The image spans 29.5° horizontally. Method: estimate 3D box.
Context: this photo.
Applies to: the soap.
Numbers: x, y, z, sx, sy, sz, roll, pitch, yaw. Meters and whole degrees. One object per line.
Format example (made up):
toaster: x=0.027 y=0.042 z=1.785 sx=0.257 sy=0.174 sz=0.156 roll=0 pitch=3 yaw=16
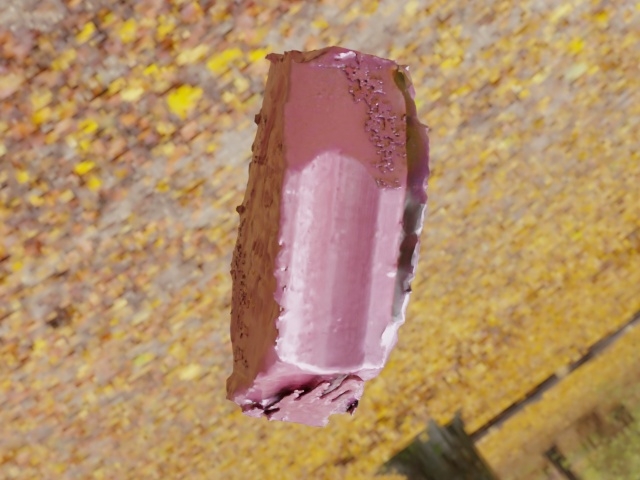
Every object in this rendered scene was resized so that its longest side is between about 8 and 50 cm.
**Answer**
soap: x=0.000 y=0.000 z=0.935 sx=0.112 sy=0.289 sz=0.182 roll=8 pitch=-178 yaw=-13
